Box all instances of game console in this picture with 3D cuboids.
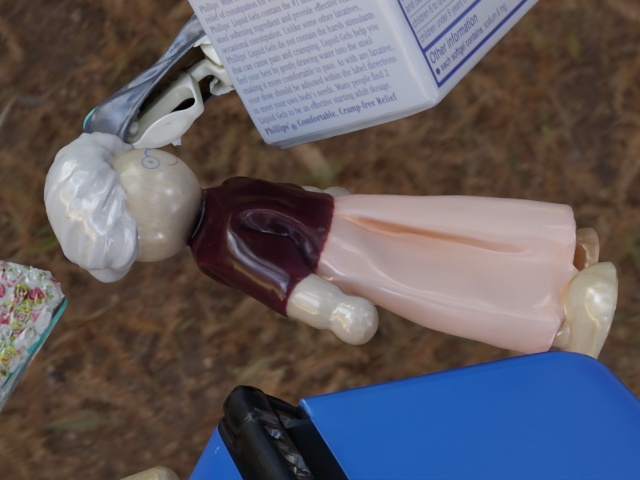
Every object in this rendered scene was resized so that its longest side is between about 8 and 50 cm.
[{"bbox_3d":[0.050,0.187,0.777,0.173,0.293,0.250,22,104,-24],"label":"game console"}]

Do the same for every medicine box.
[{"bbox_3d":[0.020,-0.253,1.177,0.263,0.149,0.289,-45,114,-44],"label":"medicine box"}]

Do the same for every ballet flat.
[{"bbox_3d":[-0.277,0.117,1.379,0.077,0.091,0.241,35,66,-20],"label":"ballet flat"},{"bbox_3d":[-0.101,-0.130,1.480,0.203,0.074,0.074,-42,97,-6],"label":"ballet flat"}]

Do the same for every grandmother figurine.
[{"bbox_3d":[0.000,0.000,1.126,0.342,0.208,0.104,11,99,-5],"label":"grandmother figurine"}]

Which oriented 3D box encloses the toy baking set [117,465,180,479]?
[{"bbox_3d":[-0.099,0.123,0.437,0.256,0.197,0.030,-22,112,9],"label":"toy baking set"}]
